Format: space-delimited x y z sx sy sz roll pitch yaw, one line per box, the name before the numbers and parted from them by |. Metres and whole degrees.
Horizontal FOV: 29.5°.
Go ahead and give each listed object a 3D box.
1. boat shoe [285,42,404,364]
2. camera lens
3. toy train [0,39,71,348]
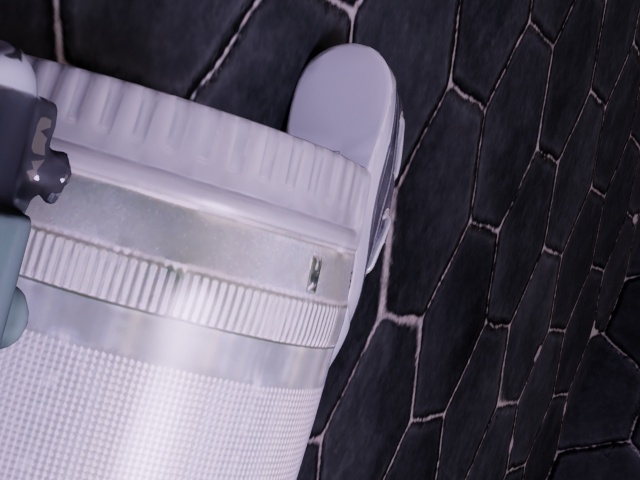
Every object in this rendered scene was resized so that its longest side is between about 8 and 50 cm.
boat shoe | 0.000 0.000 0.954 0.102 0.108 0.301 42 59 -64
camera lens | -0.112 0.068 0.581 0.219 0.219 0.274 16 90 -67
toy train | -0.201 0.067 0.397 0.190 0.142 0.334 14 91 -29
